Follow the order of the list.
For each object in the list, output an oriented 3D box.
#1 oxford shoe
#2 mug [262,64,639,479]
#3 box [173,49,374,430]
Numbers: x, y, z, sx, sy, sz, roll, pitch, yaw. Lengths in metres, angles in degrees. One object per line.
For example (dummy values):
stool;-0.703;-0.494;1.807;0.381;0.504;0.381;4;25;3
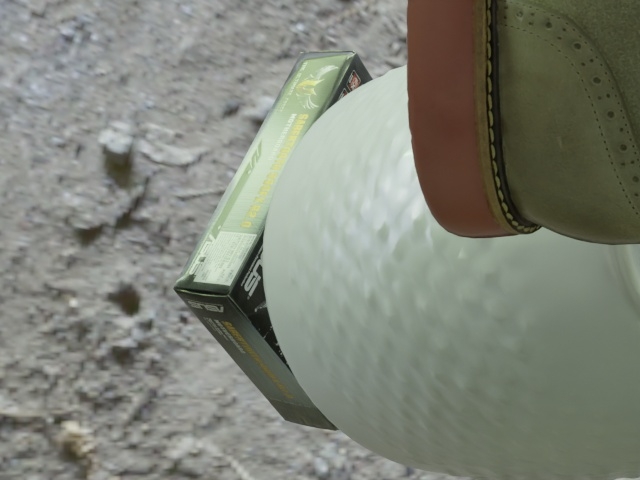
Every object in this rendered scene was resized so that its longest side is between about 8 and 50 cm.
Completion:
oxford shoe;0.108;-0.167;0.543;0.130;0.123;0.348;7;109;29
mug;0.180;0.039;0.928;0.276;0.328;0.374;-45;102;-20
box;0.000;0.000;1.209;0.056;0.183;0.231;5;55;37
